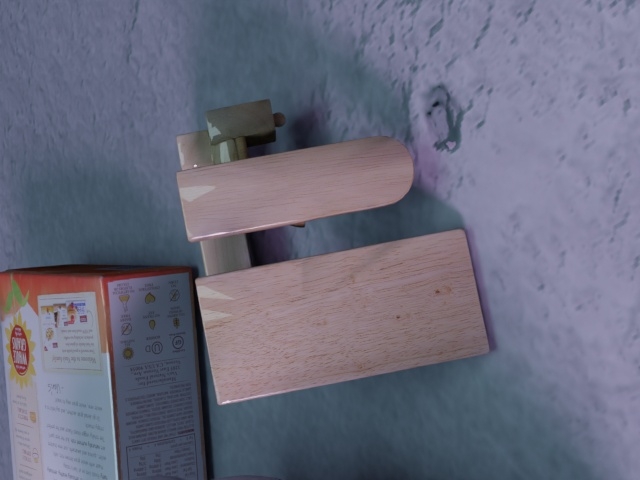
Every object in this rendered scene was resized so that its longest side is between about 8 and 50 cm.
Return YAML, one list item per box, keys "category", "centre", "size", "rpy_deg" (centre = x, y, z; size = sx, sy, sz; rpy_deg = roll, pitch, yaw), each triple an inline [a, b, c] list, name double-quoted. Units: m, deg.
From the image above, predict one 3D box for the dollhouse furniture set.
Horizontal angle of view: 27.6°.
- category: "dollhouse furniture set"
  centre: [0.000, 0.000, 0.656]
  size: [0.151, 0.123, 0.144]
  rpy_deg: [99, 160, -83]

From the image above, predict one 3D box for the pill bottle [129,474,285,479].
- category: "pill bottle"
  centre: [0.000, 0.216, 0.559]
  size: [0.323, 0.181, 0.182]
  rpy_deg: [20, 110, 51]

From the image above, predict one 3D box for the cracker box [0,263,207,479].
- category: "cracker box"
  centre: [-0.137, 0.132, 0.822]
  size: [0.155, 0.067, 0.232]
  rpy_deg: [0, 94, 54]
